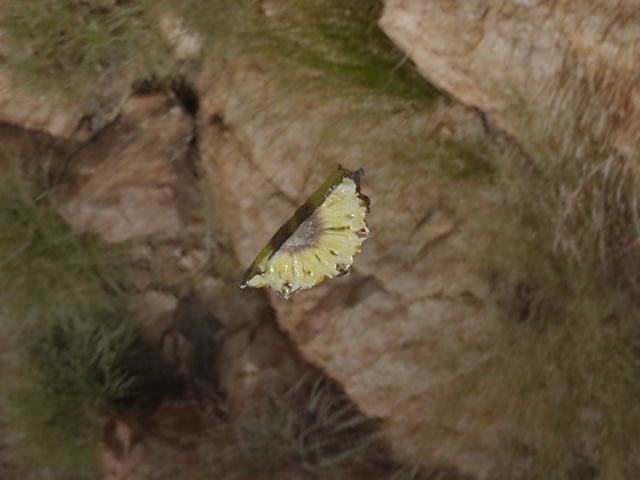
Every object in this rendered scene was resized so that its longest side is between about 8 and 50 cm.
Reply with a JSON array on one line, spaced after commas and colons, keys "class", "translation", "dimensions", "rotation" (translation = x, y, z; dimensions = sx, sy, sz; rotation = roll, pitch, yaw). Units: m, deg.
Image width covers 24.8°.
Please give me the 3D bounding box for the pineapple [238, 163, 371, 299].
[{"class": "pineapple", "translation": [0.000, 0.000, 0.731], "dimensions": [0.045, 0.019, 0.083], "rotation": [29, 111, -31]}]
